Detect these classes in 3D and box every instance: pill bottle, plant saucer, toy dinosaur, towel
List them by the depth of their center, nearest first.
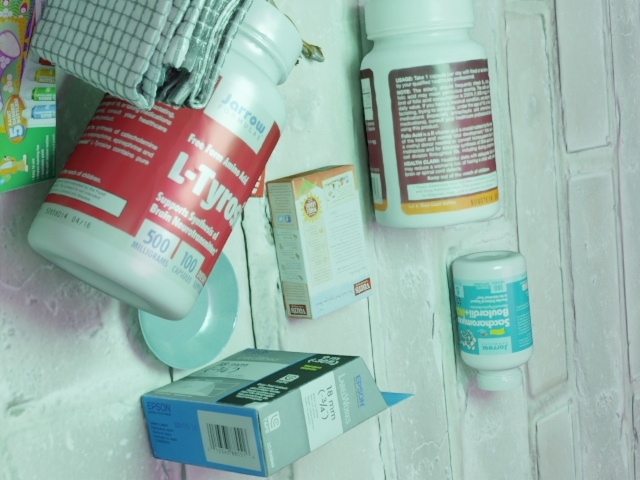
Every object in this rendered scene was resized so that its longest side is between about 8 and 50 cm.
[{"bbox_3d":[-0.180,-0.293,1.159,0.121,0.235,0.284,17,96,-49],"label":"towel"},{"bbox_3d":[-0.186,-0.122,1.333,0.229,0.229,0.408,38,72,-42],"label":"pill bottle"},{"bbox_3d":[-0.201,0.091,1.503,0.195,0.037,0.195,-2,93,-49],"label":"plant saucer"},{"bbox_3d":[-0.065,-0.345,1.644,0.211,0.064,0.112,53,36,-46],"label":"toy dinosaur"},{"bbox_3d":[0.189,-0.230,1.795,0.224,0.224,0.392,-15,102,-47],"label":"pill bottle"},{"bbox_3d":[0.345,0.159,2.034,0.146,0.146,0.264,-16,102,-47],"label":"pill bottle"}]

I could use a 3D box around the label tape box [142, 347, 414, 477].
[{"bbox_3d":[-0.057,0.228,1.516,0.333,0.240,0.106,-19,103,-47],"label":"label tape box"}]

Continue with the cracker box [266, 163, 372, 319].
[{"bbox_3d":[0.000,0.000,1.704,0.155,0.067,0.232,-18,103,-46],"label":"cracker box"}]

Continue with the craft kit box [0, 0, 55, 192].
[{"bbox_3d":[-0.421,-0.165,1.180,0.246,0.061,0.250,-21,126,-43],"label":"craft kit box"}]

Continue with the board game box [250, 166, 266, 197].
[{"bbox_3d":[-0.161,-0.148,1.537,0.193,0.045,0.147,8,85,-48],"label":"board game box"}]
